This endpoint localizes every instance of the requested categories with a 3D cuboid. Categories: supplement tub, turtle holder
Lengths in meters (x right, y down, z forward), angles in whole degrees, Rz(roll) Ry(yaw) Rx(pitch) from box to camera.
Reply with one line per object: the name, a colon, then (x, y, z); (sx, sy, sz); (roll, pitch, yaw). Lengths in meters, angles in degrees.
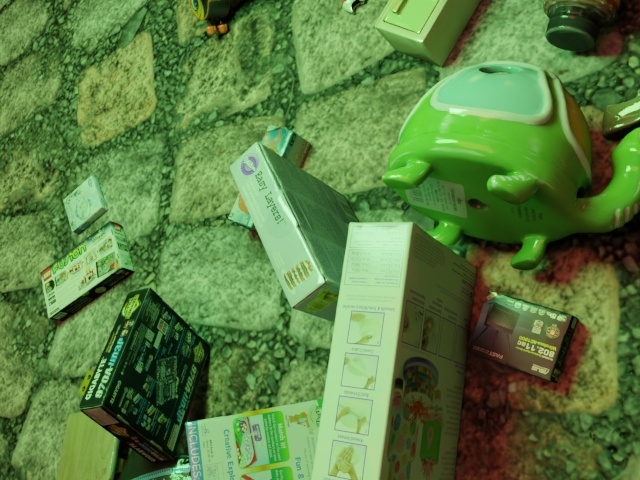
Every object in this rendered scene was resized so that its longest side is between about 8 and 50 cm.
supplement tub: (0.380, -0.374, 1.052); (0.106, 0.106, 0.197); (14, 81, 34)
turtle holder: (0.254, -0.116, 0.963); (0.320, 0.243, 0.227); (-2, 57, 49)

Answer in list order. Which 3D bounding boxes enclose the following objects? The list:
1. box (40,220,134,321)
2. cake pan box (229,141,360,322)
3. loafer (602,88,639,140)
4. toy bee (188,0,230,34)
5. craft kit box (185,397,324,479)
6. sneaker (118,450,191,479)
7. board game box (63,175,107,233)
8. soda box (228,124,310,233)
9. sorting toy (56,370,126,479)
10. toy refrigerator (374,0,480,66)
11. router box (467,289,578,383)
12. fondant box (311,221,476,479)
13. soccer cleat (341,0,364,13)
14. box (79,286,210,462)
box: (-0.469, 0.062, 1.477); (0.207, 0.036, 0.114); (-32, 60, 19)
cake pan box: (0.000, 0.000, 1.080); (0.070, 0.246, 0.266); (-36, 59, 17)
loafer: (0.443, -0.180, 0.979); (0.148, 0.056, 0.050); (-18, 72, 26)
toy bee: (-0.201, -0.496, 1.443); (0.195, 0.298, 0.162); (-21, 91, -13)
craft kit box: (-0.052, 0.358, 1.039); (0.247, 0.061, 0.249); (-10, 66, -2)
sneaker: (-0.193, 0.404, 1.141); (0.341, 0.125, 0.139); (12, 79, 33)
board game box: (-0.492, -0.075, 1.546); (0.090, 0.020, 0.090); (-37, 58, 17)
soda box: (-0.088, -0.102, 1.278); (0.058, 0.063, 0.183); (20, 86, 35)
sorting toy: (-0.397, 0.362, 1.320); (0.132, 0.046, 0.274); (-17, 56, 27)
toy refrigerator: (0.206, -0.428, 1.185); (0.102, 0.094, 0.269); (32, 93, 35)
router box: (0.271, 0.128, 0.996); (0.123, 0.038, 0.092); (16, 84, 34)
fondant box: (0.107, 0.164, 0.964); (0.096, 0.238, 0.330); (0, 74, 31)
soccer cleat: (0.072, -0.441, 1.314); (0.083, 0.029, 0.035); (-49, 65, 13)
box: (-0.270, 0.212, 1.176); (0.051, 0.175, 0.220); (-14, 43, 27)
